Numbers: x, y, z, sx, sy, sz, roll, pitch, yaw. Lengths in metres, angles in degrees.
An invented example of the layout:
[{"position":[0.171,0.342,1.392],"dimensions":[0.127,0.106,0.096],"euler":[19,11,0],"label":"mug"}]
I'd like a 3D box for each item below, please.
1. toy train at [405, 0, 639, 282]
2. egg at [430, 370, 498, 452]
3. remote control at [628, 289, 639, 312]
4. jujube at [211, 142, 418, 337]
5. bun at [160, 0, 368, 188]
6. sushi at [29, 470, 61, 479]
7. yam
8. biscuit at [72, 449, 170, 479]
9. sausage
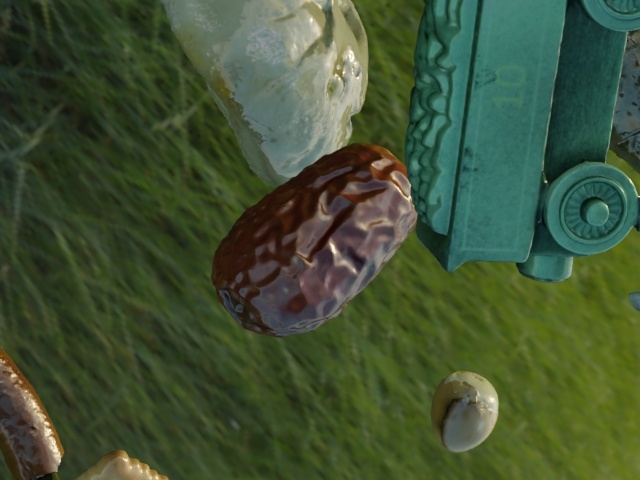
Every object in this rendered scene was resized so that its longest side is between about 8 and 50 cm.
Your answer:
[{"position":[0.086,-0.065,0.612],"dimensions":[0.099,0.070,0.172],"euler":[2,107,-12],"label":"toy train"},{"position":[0.149,0.181,1.561],"dimensions":[0.071,0.071,0.083],"euler":[0,116,-46],"label":"egg"},{"position":[0.394,0.037,1.338],"dimensions":[0.293,0.103,0.051],"euler":[-7,87,-47],"label":"remote control"},{"position":[0.000,0.000,1.147],"dimensions":[0.176,0.112,0.109],"euler":[-40,143,-20],"label":"jujube"},{"position":[-0.053,-0.248,1.885],"dimensions":[0.219,0.365,0.365],"euler":[-27,145,4],"label":"bun"},{"position":[-0.357,0.321,1.818],"dimensions":[0.083,0.056,0.084],"euler":[-21,168,0],"label":"sushi"},{"position":[0.347,-0.153,1.573],"dimensions":[0.154,0.254,0.154],"euler":[-47,167,-15],"label":"yam"},{"position":[-0.197,0.331,1.653],"dimensions":[0.160,0.030,0.250],"euler":[-39,129,13],"label":"biscuit"},{"position":[-0.439,0.185,1.928],"dimensions":[0.103,0.302,0.076],"euler":[-44,-171,-32],"label":"sausage"}]
